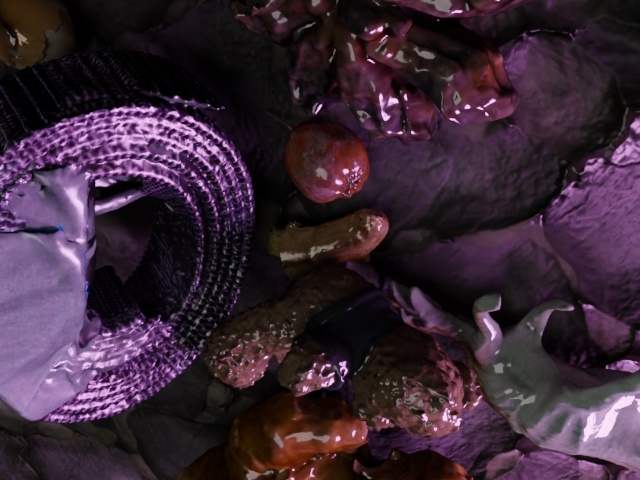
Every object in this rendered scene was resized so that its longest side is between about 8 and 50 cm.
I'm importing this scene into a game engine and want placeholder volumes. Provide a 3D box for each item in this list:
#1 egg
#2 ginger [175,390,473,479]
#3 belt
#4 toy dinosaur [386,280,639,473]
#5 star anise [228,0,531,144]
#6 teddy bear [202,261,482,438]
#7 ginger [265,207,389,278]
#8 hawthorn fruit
[{"bbox_3d":[-0.248,-0.183,0.609,0.071,0.071,0.083,-34,91,37],"label":"egg"},{"bbox_3d":[0.023,0.299,0.796,0.357,0.152,0.274,32,110,-1],"label":"ginger"},{"bbox_3d":[-0.186,0.009,0.601,0.122,0.260,0.325,46,138,36],"label":"belt"},{"bbox_3d":[0.240,0.141,0.607,0.393,0.092,0.205,44,138,-7],"label":"toy dinosaur"},{"bbox_3d":[0.038,-0.163,0.481,0.236,0.109,0.223,19,125,12],"label":"star anise"},{"bbox_3d":[0.014,0.087,0.628,0.251,0.182,0.129,14,107,33],"label":"teddy bear"},{"bbox_3d":[0.002,0.004,0.655,0.137,0.044,0.057,-13,100,28],"label":"ginger"},{"bbox_3d":[-0.006,-0.078,0.596,0.103,0.066,0.067,52,132,17],"label":"hawthorn fruit"}]
